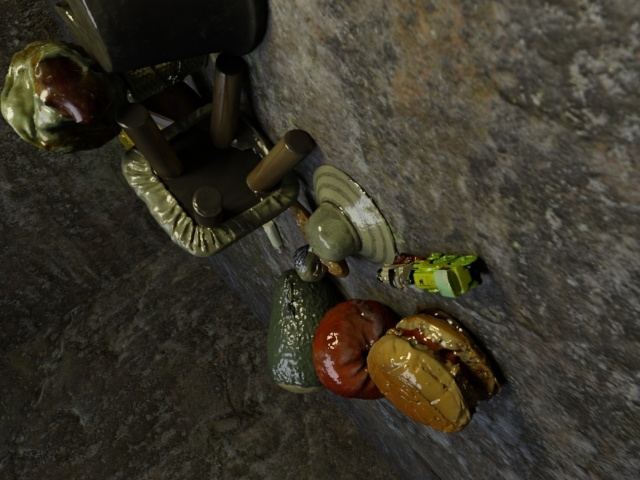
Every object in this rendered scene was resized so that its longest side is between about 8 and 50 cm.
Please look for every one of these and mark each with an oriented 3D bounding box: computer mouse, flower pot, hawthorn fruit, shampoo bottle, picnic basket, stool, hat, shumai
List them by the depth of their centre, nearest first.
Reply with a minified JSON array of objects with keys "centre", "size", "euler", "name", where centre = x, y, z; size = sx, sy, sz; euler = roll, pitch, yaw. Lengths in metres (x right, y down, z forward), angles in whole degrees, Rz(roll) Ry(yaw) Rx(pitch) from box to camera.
[{"centre":[-0.287,-0.419,0.818],"size":[0.379,0.251,0.379],"euler":[44,159,22],"name":"flower pot"},{"centre":[-0.437,-0.296,0.952],"size":[0.203,0.272,0.222],"euler":[-31,135,35],"name":"shumai"},{"centre":[0.029,-0.016,1.028],"size":[0.252,0.110,0.252],"euler":[46,161,21],"name":"hat"},{"centre":[-0.213,-0.172,1.035],"size":[0.310,0.310,0.226],"euler":[48,155,9],"name":"stool"},{"centre":[-0.364,-0.407,1.122],"size":[0.154,0.196,0.134],"euler":[53,160,1],"name":"picnic basket"},{"centre":[0.086,0.250,1.238],"size":[0.242,0.242,0.271],"euler":[55,170,-8],"name":"hawthorn fruit"},{"centre":[-0.388,-0.344,1.262],"size":[0.310,0.071,0.158],"euler":[21,-131,-46],"name":"computer mouse"},{"centre":[-0.145,-0.010,1.610],"size":[0.049,0.034,0.141],"euler":[30,154,39],"name":"shampoo bottle"}]

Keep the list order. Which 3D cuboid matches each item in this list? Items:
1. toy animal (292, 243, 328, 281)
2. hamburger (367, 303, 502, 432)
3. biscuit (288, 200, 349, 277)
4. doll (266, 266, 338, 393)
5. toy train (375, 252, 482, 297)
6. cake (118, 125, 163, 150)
[{"centre":[-0.030,0.039,1.325],"size":[0.098,0.098,0.137],"euler":[32,137,48],"name":"toy animal"},{"centre":[0.212,0.256,1.003],"size":[0.244,0.163,0.244],"euler":[46,160,22],"name":"hamburger"},{"centre":[-0.001,0.001,1.168],"size":[0.224,0.033,0.144],"euler":[56,-170,22],"name":"biscuit"},{"centre":[-0.040,0.246,1.454],"size":[0.247,0.247,0.350],"euler":[-175,77,-67],"name":"doll"},{"centre":[0.168,0.054,0.856],"size":[0.249,0.085,0.053],"euler":[-3,106,70],"name":"toy train"},{"centre":[-0.585,-0.352,1.820],"size":[0.260,0.179,0.156],"euler":[48,163,3],"name":"cake"}]
